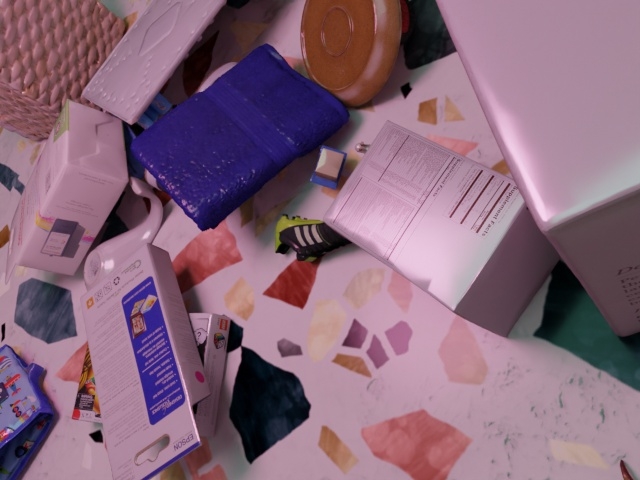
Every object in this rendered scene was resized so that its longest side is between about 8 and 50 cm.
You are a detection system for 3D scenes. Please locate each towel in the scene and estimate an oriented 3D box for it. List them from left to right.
[{"bbox_3d":[-0.133,-0.171,0.956,0.308,0.076,0.227,-39,64,-12],"label":"towel"}]

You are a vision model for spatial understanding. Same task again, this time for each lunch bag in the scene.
[{"bbox_3d":[-0.661,0.372,1.168,0.221,0.138,0.293,35,81,38],"label":"lunch bag"}]

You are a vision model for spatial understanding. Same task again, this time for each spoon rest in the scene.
[{"bbox_3d":[-0.385,0.009,1.140,0.137,0.084,0.276,49,115,37],"label":"spoon rest"}]

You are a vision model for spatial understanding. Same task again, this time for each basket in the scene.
[{"bbox_3d":[-0.676,-0.445,1.336,0.266,0.328,0.331,3,74,30],"label":"basket"}]

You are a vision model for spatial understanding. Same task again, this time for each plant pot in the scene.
[{"bbox_3d":[0.034,-0.333,0.928,0.236,0.032,0.236,18,114,49],"label":"plant pot"}]

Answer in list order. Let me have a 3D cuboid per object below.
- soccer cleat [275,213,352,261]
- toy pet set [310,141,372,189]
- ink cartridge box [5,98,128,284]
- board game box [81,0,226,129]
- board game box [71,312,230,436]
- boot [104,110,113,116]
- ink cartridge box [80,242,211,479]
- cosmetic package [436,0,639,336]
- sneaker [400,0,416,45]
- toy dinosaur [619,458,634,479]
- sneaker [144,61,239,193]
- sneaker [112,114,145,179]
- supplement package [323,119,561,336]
[{"bbox_3d":[0.000,0.000,0.894,0.179,0.060,0.072,5,86,41],"label":"soccer cleat"},{"bbox_3d":[0.044,-0.095,0.907,0.114,0.065,0.122,18,86,1],"label":"toy pet set"},{"bbox_3d":[-0.520,-0.076,1.177,0.353,0.119,0.207,-48,43,29],"label":"ink cartridge box"},{"bbox_3d":[-0.303,-0.408,1.162,0.390,0.050,0.390,-55,38,-3],"label":"board game box"},{"bbox_3d":[-0.298,0.225,1.006,0.305,0.053,0.193,-6,69,32],"label":"board game box"},{"bbox_3d":[-0.499,-0.255,1.326,0.118,0.042,0.087,1,67,32],"label":"boot"},{"bbox_3d":[-0.282,0.197,0.932,0.176,0.069,0.371,-37,53,16],"label":"ink cartridge box"},{"bbox_3d":[0.335,-0.147,0.511,0.327,0.394,0.329,-26,60,24],"label":"cosmetic package"},{"bbox_3d":[0.061,-0.400,0.987,0.262,0.104,0.125,59,136,26],"label":"sneaker"},{"bbox_3d":[0.336,0.278,0.579,0.082,0.047,0.090,18,73,18],"label":"toy dinosaur"},{"bbox_3d":[-0.178,-0.186,1.052,0.153,0.099,0.282,29,79,25],"label":"sneaker"},{"bbox_3d":[-0.408,-0.207,1.226,0.082,0.069,0.209,-46,55,14],"label":"sneaker"},{"bbox_3d":[0.155,-0.010,0.704,0.203,0.194,0.149,36,95,37],"label":"supplement package"}]
